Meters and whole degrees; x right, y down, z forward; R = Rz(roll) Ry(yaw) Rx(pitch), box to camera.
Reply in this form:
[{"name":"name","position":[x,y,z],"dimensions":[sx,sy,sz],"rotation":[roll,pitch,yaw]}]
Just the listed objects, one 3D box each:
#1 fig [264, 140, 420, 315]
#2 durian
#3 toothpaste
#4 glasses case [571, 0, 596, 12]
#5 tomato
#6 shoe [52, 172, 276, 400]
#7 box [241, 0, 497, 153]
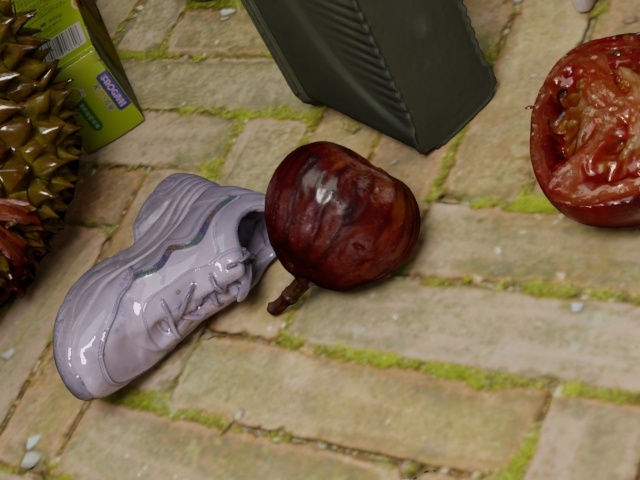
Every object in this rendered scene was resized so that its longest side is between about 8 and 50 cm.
[{"name":"fig","position":[0.002,-0.017,1.030],"dimensions":[0.150,0.128,0.128],"rotation":[-23,41,8]},{"name":"durian","position":[-0.398,-0.058,1.179],"dimensions":[0.348,0.347,0.384],"rotation":[-3,47,30]},{"name":"toothpaste","position":[-0.286,-0.230,1.433],"dimensions":[0.077,0.110,0.327],"rotation":[-32,40,3]},{"name":"glasses case","position":[0.246,-0.243,1.167],"dimensions":[0.021,0.032,0.083],"rotation":[0,51,36]},{"name":"tomato","position":[0.247,-0.079,0.966],"dimensions":[0.166,0.082,0.174],"rotation":[-18,47,23]},{"name":"shoe","position":[-0.118,0.039,1.074],"dimensions":[0.138,0.095,0.245],"rotation":[1,44,37]},{"name":"box","position":[0.033,-0.211,1.098],"dimensions":[0.138,0.274,0.178],"rotation":[-45,48,-12]}]
